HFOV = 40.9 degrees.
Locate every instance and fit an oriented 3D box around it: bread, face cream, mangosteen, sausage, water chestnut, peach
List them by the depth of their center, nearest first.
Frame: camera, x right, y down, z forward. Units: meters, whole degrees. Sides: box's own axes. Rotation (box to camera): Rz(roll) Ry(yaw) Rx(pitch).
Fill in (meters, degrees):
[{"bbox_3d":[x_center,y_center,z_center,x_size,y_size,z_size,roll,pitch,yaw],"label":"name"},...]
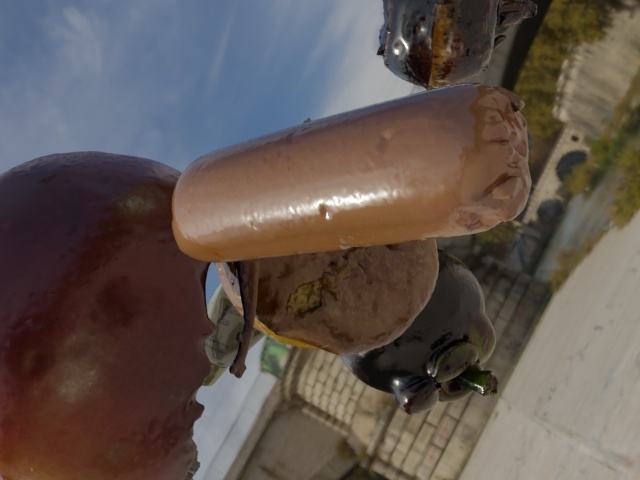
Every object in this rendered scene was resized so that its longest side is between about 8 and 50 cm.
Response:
[{"bbox_3d":[0.004,-0.035,0.546,0.086,0.289,0.086,7,-100,-43],"label":"sausage"},{"bbox_3d":[-0.263,0.094,0.888,0.335,0.310,0.405,-12,62,59],"label":"peach"},{"bbox_3d":[0.001,0.006,1.122,0.312,0.312,0.172,-56,12,-26],"label":"bread"},{"bbox_3d":[-0.126,0.117,1.284,0.224,0.114,0.070,-50,31,20],"label":"face cream"},{"bbox_3d":[0.243,-0.408,1.532,0.300,0.300,0.300,-58,-14,-23],"label":"water chestnut"},{"bbox_3d":[0.160,0.166,1.566,0.297,0.297,0.313,85,-175,-67],"label":"mangosteen"}]

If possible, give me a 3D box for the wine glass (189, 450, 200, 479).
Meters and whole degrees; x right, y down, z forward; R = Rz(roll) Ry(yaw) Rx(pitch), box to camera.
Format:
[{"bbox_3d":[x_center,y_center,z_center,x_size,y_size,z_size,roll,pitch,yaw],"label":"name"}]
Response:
[{"bbox_3d":[-0.298,0.306,1.254,0.074,0.262,0.074,-50,30,43],"label":"wine glass"}]
